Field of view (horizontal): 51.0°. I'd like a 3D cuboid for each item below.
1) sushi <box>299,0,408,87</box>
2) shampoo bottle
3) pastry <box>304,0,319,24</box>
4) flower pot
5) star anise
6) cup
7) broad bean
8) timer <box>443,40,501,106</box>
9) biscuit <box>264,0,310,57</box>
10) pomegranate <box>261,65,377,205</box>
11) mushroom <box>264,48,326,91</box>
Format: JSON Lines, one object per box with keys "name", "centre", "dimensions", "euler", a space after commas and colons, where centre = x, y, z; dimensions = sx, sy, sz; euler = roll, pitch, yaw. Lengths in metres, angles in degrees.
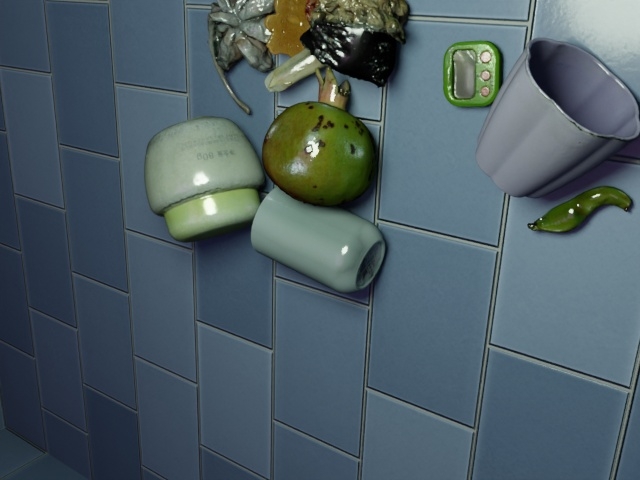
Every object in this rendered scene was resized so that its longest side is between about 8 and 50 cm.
{"name": "sushi", "centre": [0.091, -0.485, 1.487], "dimensions": [0.225, 0.238, 0.219], "euler": [29, 116, 5]}
{"name": "shampoo bottle", "centre": [-0.317, -0.170, 1.828], "dimensions": [0.322, 0.322, 0.318], "euler": [-17, 89, 39]}
{"name": "pastry", "centre": [0.027, -0.595, 1.581], "dimensions": [0.115, 0.097, 0.209], "euler": [46, 128, 27]}
{"name": "flower pot", "centre": [0.438, -0.217, 1.315], "dimensions": [0.265, 0.265, 0.243], "euler": [49, 136, 13]}
{"name": "star anise", "centre": [-0.191, -0.542, 1.730], "dimensions": [0.315, 0.139, 0.360], "euler": [-24, 99, 38]}
{"name": "cup", "centre": [0.000, 0.000, 1.732], "dimensions": [0.312, 0.205, 0.206], "euler": [26, 119, 25]}
{"name": "broad bean", "centre": [0.539, -0.061, 1.412], "dimensions": [0.213, 0.048, 0.070], "euler": [-21, 92, 36]}
{"name": "timer", "centre": [0.331, -0.364, 1.464], "dimensions": [0.128, 0.047, 0.140], "euler": [8, 110, 33]}
{"name": "biscuit", "centre": [-0.075, -0.544, 1.656], "dimensions": [0.027, 0.133, 0.184], "euler": [-137, 45, -60]}
{"name": "pomegranate", "centre": [0.024, -0.233, 1.618], "dimensions": [0.290, 0.291, 0.323], "euler": [35, 88, 22]}
{"name": "mushroom", "centre": [-0.048, -0.434, 1.658], "dimensions": [0.209, 0.071, 0.084], "euler": [-28, 77, 11]}
